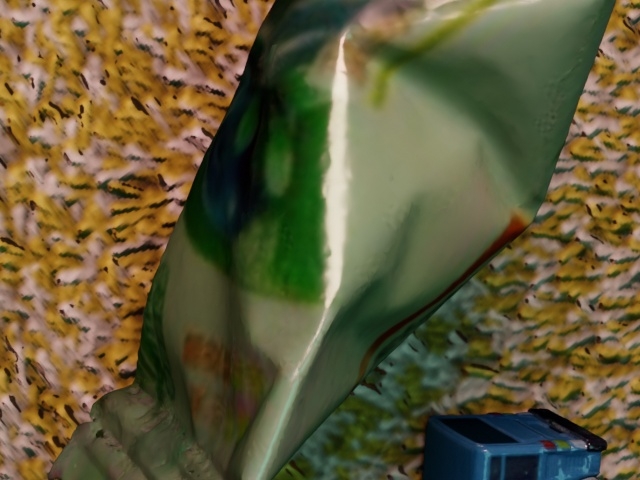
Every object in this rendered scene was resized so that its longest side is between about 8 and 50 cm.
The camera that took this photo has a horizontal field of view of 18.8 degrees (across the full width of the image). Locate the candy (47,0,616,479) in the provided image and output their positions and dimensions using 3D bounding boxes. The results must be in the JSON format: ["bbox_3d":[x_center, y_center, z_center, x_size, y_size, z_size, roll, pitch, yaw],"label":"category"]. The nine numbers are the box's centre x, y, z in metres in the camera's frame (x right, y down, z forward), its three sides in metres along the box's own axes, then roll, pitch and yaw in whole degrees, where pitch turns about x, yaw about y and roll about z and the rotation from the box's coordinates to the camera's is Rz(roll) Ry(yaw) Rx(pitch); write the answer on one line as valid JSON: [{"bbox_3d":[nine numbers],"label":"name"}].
[{"bbox_3d":[-0.005,-0.003,0.983,0.172,0.263,0.398,36,85,-14],"label":"candy"}]

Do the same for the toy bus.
[{"bbox_3d":[0.109,0.200,1.163,0.106,0.090,0.184,1,98,-21],"label":"toy bus"}]
